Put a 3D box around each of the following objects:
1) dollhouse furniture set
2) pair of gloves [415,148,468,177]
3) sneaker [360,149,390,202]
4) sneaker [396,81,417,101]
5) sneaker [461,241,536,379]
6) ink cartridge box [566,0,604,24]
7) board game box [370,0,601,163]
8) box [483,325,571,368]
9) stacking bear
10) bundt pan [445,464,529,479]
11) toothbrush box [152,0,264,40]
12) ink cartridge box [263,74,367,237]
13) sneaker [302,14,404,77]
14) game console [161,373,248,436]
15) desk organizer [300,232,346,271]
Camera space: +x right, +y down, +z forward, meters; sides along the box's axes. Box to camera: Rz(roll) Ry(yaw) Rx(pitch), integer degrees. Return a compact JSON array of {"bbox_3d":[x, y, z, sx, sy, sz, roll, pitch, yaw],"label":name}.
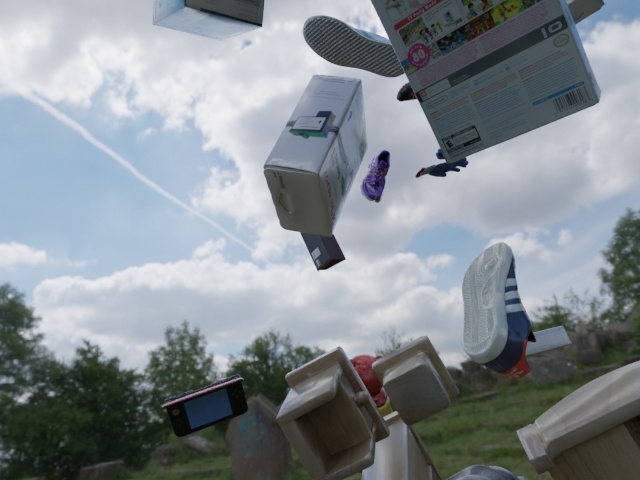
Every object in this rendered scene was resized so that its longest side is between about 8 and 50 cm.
[{"bbox_3d":[0.200,0.147,0.391,0.355,0.304,0.174,-31,1,11],"label":"dollhouse furniture set"},{"bbox_3d":[0.351,-0.216,1.314,0.159,0.023,0.198,-13,-17,-24],"label":"pair of gloves"},{"bbox_3d":[0.156,-0.182,1.370,0.068,0.170,0.071,18,-30,-8],"label":"sneaker"},{"bbox_3d":[0.251,-0.375,1.260,0.119,0.057,0.047,-23,-28,-13],"label":"sneaker"},{"bbox_3d":[0.409,0.155,1.113,0.148,0.350,0.131,37,-44,-13],"label":"sneaker"},{"bbox_3d":[0.466,-0.465,0.929,0.052,0.123,0.088,24,-35,-33],"label":"ink cartridge box"},{"bbox_3d":[0.225,-0.294,0.702,0.223,0.304,0.097,-19,15,39],"label":"board game box"},{"bbox_3d":[0.637,0.331,1.545,0.323,0.067,0.063,-7,-26,-24],"label":"box"},{"bbox_3d":[0.115,0.438,1.307,0.175,0.290,0.164,-3,13,-9],"label":"stacking bear"},{"bbox_3d":[0.318,0.497,0.764,0.330,0.331,0.124,17,-61,-46],"label":"bundt pan"},{"bbox_3d":[-0.312,-0.648,1.353,0.216,0.126,0.295,0,13,-35],"label":"toothbrush box"},{"bbox_3d":[0.002,-0.138,0.818,0.092,0.220,0.160,11,-33,18],"label":"ink cartridge box"},{"bbox_3d":[0.120,-0.632,1.634,0.365,0.150,0.135,26,-65,2],"label":"sneaker"},{"bbox_3d":[-0.204,0.305,0.899,0.143,0.124,0.085,-15,20,-16],"label":"game console"},{"bbox_3d":[0.000,0.000,1.059,0.050,0.130,0.047,4,-39,-44],"label":"desk organizer"}]
